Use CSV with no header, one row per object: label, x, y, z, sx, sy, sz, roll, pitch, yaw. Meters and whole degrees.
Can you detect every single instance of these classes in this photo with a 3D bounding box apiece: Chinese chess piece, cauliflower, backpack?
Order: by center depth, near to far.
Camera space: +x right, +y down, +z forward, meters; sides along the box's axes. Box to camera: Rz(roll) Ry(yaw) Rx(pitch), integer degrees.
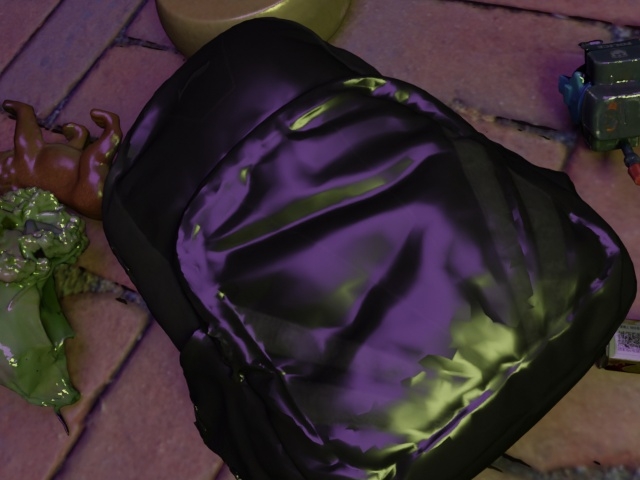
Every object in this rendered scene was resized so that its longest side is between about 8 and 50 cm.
backpack,0.000,0.000,0.585,0.363,0.255,0.446,-40,71,-6
cauliflower,-0.351,0.068,0.709,0.256,0.239,0.315,-34,71,-33
Chinese chess piece,-0.088,-0.337,0.891,0.273,0.102,0.273,-8,58,13

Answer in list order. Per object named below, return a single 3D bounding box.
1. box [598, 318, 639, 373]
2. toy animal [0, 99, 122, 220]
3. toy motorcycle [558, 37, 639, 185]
box,0.335,0.094,0.535,0.207,0.050,0.041,3,67,20
toy animal,-0.318,-0.082,0.837,0.312,0.097,0.158,11,78,21
toy motorcycle,0.371,-0.142,0.627,0.272,0.124,0.182,-6,38,13
